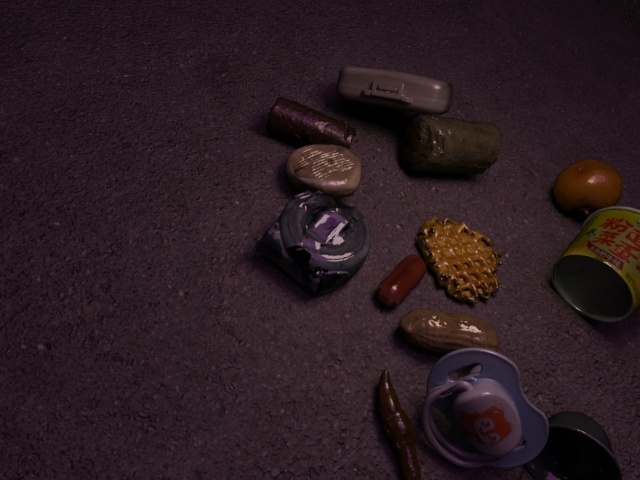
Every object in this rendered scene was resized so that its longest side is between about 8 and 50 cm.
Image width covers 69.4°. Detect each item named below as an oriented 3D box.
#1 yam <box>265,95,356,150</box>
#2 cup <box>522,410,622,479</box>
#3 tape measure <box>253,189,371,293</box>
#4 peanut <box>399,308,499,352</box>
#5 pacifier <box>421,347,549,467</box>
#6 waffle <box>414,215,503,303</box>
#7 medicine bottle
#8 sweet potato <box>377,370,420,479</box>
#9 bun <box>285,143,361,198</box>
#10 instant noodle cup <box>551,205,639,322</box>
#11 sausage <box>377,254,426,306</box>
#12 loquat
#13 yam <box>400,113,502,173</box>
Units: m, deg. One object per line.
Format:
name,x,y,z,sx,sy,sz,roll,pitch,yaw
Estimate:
yam,-0.028,-0.357,1.473,0.280,0.131,0.131,21,54,-4
cup,0.591,0.476,1.079,0.199,0.199,0.150,45,38,15
tape measure,0.000,0.000,1.225,0.256,0.147,0.275,36,56,8
peanut,0.326,0.237,1.187,0.257,0.123,0.123,13,54,0
pacifier,0.374,0.373,1.083,0.299,0.244,0.233,61,26,-1
waffle,0.411,0.050,1.366,0.281,0.060,0.262,29,53,4
medicine bottle,0.255,-0.508,1.563,0.376,0.122,0.282,16,22,16
sweet potato,0.177,0.431,1.038,0.067,0.067,0.273,-4,60,-19
bun,0.014,-0.196,1.381,0.210,0.116,0.237,-35,58,-29
instant noodle cup,0.851,0.085,1.350,0.222,0.311,0.311,-34,71,-22
sausage,0.224,0.108,1.265,0.077,0.077,0.194,42,54,13
loquat,0.920,-0.177,1.592,0.208,0.208,0.207,8,55,-12
yam,0.427,-0.314,1.537,0.301,0.195,0.195,2,57,-16
